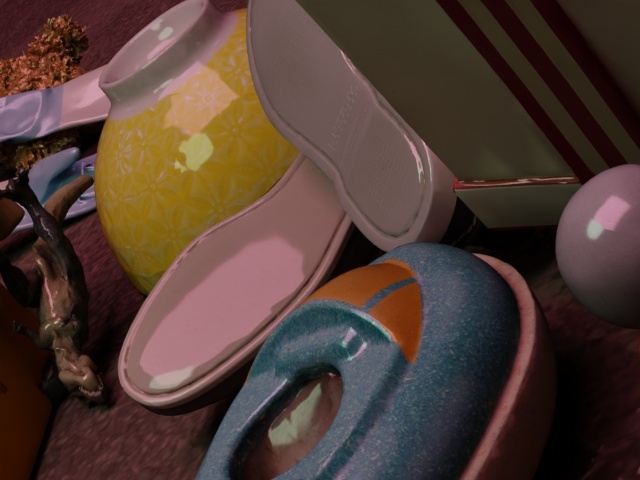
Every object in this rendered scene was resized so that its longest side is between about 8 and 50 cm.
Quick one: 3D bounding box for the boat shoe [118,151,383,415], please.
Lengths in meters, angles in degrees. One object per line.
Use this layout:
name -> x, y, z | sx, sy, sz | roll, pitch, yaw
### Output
boat shoe -> 0.000, 0.000, 1.060 | 0.112, 0.095, 0.335 | 24, 67, 36

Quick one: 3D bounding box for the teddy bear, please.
teddy bear -> -0.356, -0.163, 1.791 | 0.245, 0.113, 0.338 | -43, 39, -3

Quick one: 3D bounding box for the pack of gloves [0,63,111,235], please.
pack of gloves -> -0.300, -0.099, 1.624 | 0.232, 0.046, 0.195 | -16, 53, 17

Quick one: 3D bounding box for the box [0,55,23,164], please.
box -> -0.414, -0.155, 2.006 | 0.126, 0.072, 0.137 | -34, 23, 11

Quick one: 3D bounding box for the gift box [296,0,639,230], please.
gift box -> 0.175, -0.139, 0.769 | 0.276, 0.258, 0.255 | 5, 62, 40

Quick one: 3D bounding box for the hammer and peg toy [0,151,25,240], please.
hammer and peg toy -> -0.410, 0.073, 1.279 | 0.361, 0.127, 0.266 | -48, 4, 17

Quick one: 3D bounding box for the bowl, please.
bowl -> -0.091, -0.107, 1.295 | 0.289, 0.156, 0.289 | -32, 23, 16

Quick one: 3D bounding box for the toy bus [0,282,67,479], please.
toy bus -> -0.283, 0.164, 1.143 | 0.130, 0.108, 0.332 | -34, 22, 20

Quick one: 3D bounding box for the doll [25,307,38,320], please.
doll -> -0.300, 0.109, 1.352 | 0.189, 0.046, 0.129 | -33, 11, 15

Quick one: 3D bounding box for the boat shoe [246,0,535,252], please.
boat shoe -> 0.037, -0.091, 0.995 | 0.114, 0.091, 0.302 | -62, 37, 33

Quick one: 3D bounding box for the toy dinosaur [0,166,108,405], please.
toy dinosaur -> -0.218, 0.016, 1.230 | 0.064, 0.118, 0.268 | -28, 44, 17

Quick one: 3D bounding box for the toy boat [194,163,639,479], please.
toy boat -> 0.061, 0.068, 0.727 | 0.318, 0.148, 0.267 | -22, 28, 37
